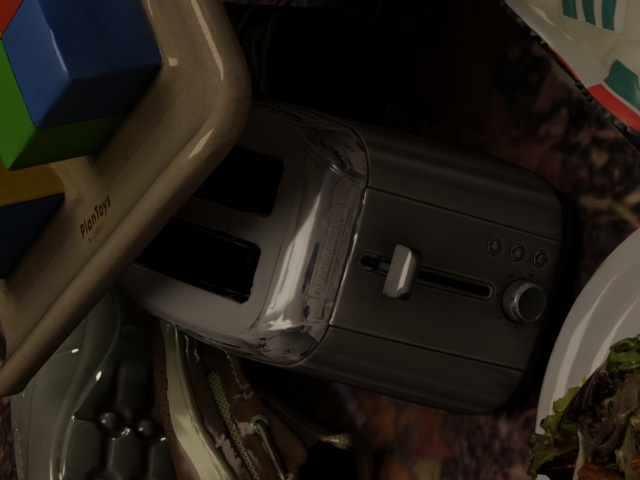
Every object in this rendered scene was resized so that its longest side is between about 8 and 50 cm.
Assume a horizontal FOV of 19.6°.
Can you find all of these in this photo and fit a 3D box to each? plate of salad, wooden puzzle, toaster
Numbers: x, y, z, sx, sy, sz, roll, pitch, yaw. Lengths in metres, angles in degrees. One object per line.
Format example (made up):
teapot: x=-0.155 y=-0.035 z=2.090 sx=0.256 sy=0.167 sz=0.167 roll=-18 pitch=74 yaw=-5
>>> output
plate of salad: x=0.153 y=0.074 z=0.759 sx=0.200 sy=0.048 sz=0.200 roll=-20 pitch=63 yaw=47
wooden puzzle: x=-0.168 y=-0.128 z=0.899 sx=0.322 sy=0.080 sz=0.348 roll=-44 pitch=61 yaw=56
toaster: x=0.000 y=0.000 z=0.898 sx=0.227 sy=0.146 sz=0.129 roll=19 pitch=93 yaw=53

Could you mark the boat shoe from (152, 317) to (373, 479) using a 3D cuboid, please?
boat shoe: x=-0.017 y=0.124 z=0.945 sx=0.095 sy=0.095 sz=0.257 roll=-22 pitch=51 yaw=7

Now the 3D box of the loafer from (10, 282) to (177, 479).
loafer: x=-0.126 y=0.085 z=1.069 sx=0.111 sy=0.112 sz=0.319 roll=-37 pitch=43 yaw=45

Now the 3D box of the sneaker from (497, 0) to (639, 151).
sneaker: x=0.139 y=-0.102 z=0.844 sx=0.075 sy=0.057 sz=0.161 roll=-44 pitch=43 yaw=11

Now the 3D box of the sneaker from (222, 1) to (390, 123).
sneaker: x=-0.073 y=-0.107 z=1.040 sx=0.228 sy=0.132 sz=0.086 roll=14 pitch=89 yaw=53
